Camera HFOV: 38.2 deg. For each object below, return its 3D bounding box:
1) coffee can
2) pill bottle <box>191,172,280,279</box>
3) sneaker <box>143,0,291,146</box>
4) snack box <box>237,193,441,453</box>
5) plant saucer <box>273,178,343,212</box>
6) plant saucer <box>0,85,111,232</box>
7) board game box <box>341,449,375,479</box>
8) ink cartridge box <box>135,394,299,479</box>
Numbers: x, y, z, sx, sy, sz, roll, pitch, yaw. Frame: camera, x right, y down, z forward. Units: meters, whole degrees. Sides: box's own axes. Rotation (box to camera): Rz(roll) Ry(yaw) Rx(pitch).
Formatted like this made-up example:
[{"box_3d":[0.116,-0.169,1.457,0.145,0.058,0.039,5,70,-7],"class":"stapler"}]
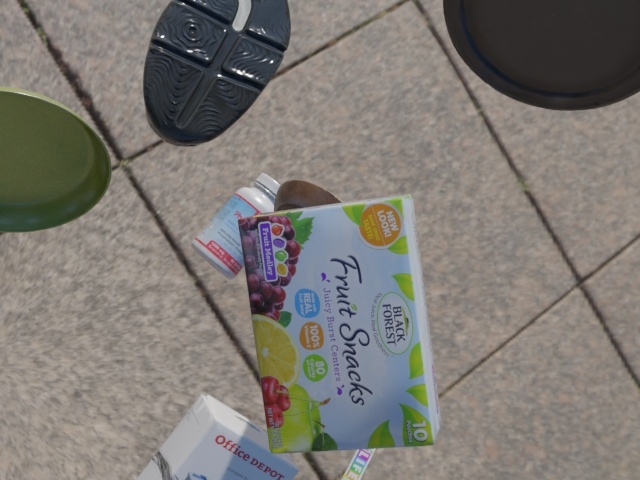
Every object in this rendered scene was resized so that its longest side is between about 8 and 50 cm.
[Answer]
[{"box_3d":[0.247,-0.284,0.860,0.201,0.201,0.275,36,51,-13],"class":"coffee can"},{"box_3d":[-0.119,-0.024,1.433,0.087,0.087,0.160,42,83,-11],"class":"pill bottle"},{"box_3d":[-0.149,-0.296,1.341,0.169,0.257,0.447,23,66,-13],"class":"sneaker"},{"box_3d":[0.012,0.049,0.541,0.100,0.037,0.141,-7,94,15],"class":"snack box"},{"box_3d":[0.000,0.000,1.142,0.029,0.168,0.168,-42,99,-28],"class":"plant saucer"},{"box_3d":[-0.363,-0.096,1.062,0.241,0.241,0.037,6,50,-20],"class":"plant saucer"},{"box_3d":[0.053,0.371,1.461,0.026,0.154,0.103,27,67,9],"class":"board game box"},{"box_3d":[-0.142,0.309,1.138,0.140,0.082,0.190,37,92,-24],"class":"ink cartridge box"}]
